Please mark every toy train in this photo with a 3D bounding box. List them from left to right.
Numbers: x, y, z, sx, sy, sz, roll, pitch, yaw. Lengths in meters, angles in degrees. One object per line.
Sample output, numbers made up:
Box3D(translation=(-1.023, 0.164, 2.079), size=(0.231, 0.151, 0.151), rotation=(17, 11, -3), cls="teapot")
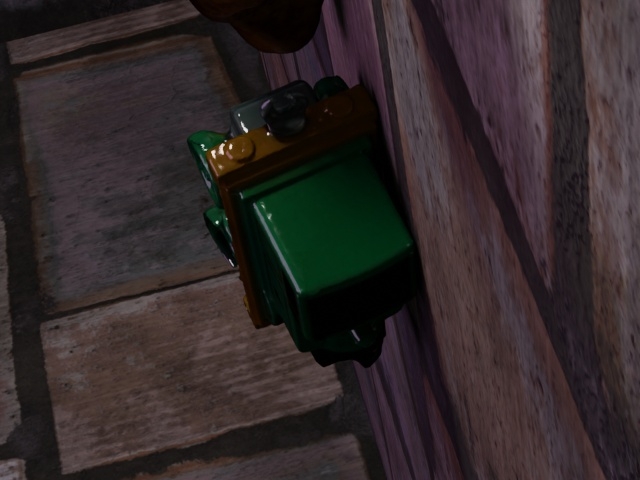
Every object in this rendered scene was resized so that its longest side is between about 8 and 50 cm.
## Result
Box3D(translation=(0.000, 0.000, 1.672), size=(0.429, 0.178, 0.249), rotation=(81, 163, -62), cls="toy train")

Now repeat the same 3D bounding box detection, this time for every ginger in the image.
Box3D(translation=(-0.087, -0.331, 1.541), size=(0.418, 0.176, 0.254), rotation=(53, -164, -81), cls="ginger")
